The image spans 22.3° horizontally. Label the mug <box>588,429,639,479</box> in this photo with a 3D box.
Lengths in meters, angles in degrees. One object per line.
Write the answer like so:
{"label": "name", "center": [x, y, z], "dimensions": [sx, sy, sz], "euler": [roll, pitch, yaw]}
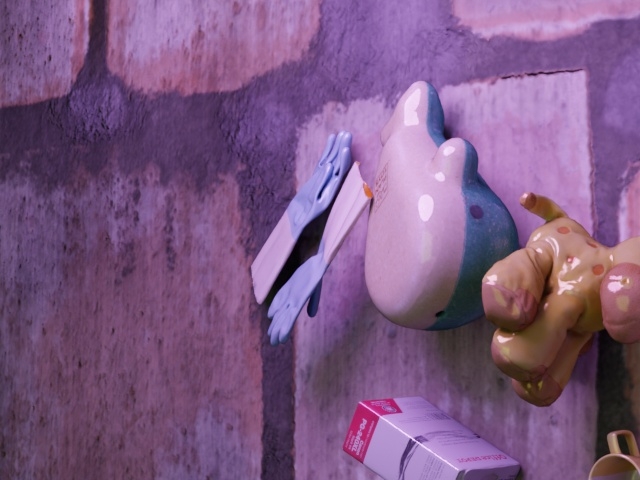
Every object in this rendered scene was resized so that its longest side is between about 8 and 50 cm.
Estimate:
{"label": "mug", "center": [0.303, 0.228, 1.565], "dimensions": [0.062, 0.064, 0.078], "euler": [21, 102, 40]}

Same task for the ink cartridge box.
{"label": "ink cartridge box", "center": [0.116, 0.227, 1.700], "dimensions": [0.150, 0.109, 0.063], "euler": [32, 108, 37]}

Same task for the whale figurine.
{"label": "whale figurine", "center": [0.128, -0.033, 1.703], "dimensions": [0.216, 0.141, 0.272], "euler": [120, 153, -49]}

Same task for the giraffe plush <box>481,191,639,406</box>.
{"label": "giraffe plush", "center": [0.274, 0.052, 1.558], "dimensions": [0.170, 0.181, 0.210], "euler": [3, 56, 31]}

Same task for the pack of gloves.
{"label": "pack of gloves", "center": [0.000, 0.000, 1.828], "dimensions": [0.232, 0.046, 0.195], "euler": [-59, 21, 25]}
